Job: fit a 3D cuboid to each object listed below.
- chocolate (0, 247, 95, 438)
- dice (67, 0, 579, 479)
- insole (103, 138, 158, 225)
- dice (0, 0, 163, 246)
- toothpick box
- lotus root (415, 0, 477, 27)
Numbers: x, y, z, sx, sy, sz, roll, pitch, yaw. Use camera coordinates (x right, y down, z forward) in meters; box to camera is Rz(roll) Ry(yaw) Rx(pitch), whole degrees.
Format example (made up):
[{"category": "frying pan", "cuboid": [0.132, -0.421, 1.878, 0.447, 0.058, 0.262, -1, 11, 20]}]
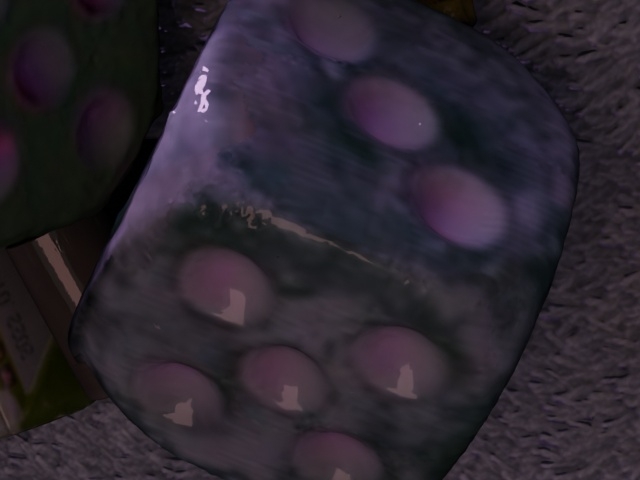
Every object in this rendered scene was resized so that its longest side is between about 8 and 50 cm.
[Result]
[{"category": "chocolate", "cuboid": [-0.430, 0.092, 1.657, 0.300, 0.137, 0.289, -17, 101, 28]}, {"category": "dice", "cuboid": [0.000, 0.000, 1.325, 0.348, 0.328, 0.330, 23, 134, -3]}, {"category": "insole", "cuboid": [-0.239, -0.036, 1.629, 0.348, 0.009, 0.119, -11, 100, 22]}, {"category": "dice", "cuboid": [-0.352, -0.177, 1.407, 0.322, 0.330, 0.318, 15, 115, 34]}, {"category": "toothpick box", "cuboid": [-0.230, 0.061, 1.590, 0.111, 0.111, 0.181, -22, 103, 24]}, {"category": "lotus root", "cuboid": [0.123, -0.312, 1.327, 0.141, 0.169, 0.314, 27, 115, 26]}]
